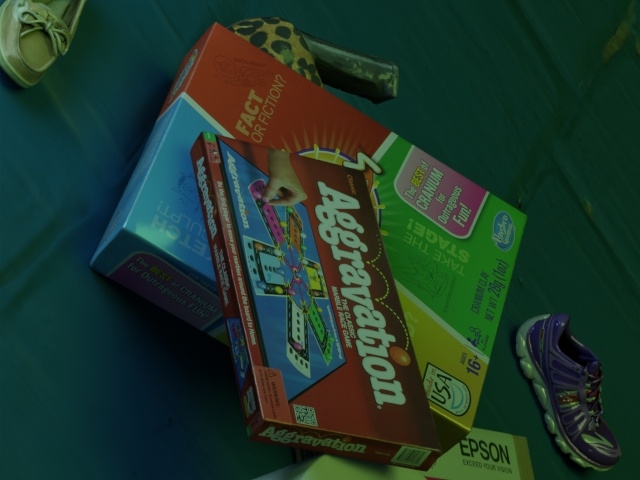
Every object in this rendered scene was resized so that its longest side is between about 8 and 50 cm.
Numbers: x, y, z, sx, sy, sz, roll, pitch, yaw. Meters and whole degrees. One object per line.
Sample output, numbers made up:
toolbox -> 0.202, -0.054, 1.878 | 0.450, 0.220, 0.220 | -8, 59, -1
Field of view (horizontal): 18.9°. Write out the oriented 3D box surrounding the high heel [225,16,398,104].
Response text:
high heel -> -0.019, -0.063, 1.664 | 0.186, 0.093, 0.261 | 14, 64, -31

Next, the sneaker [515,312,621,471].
sneaker -> 0.254, 0.150, 1.896 | 0.170, 0.071, 0.068 | 62, 34, -7

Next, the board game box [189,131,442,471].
board game box -> -0.007, 0.039, 1.402 | 0.145, 0.027, 0.281 | 14, 41, -28

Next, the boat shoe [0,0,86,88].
boat shoe -> -0.207, -0.179, 1.483 | 0.056, 0.048, 0.153 | 48, 37, -24

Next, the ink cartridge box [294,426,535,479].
ink cartridge box -> 0.094, 0.251, 1.597 | 0.235, 0.088, 0.193 | 15, 59, -48

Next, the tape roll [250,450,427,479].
tape roll -> -0.010, 0.283, 1.359 | 0.246, 0.169, 0.246 | 32, 47, -41

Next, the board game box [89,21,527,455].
board game box -> 0.000, 0.000, 1.538 | 0.316, 0.064, 0.242 | 31, 48, -14
